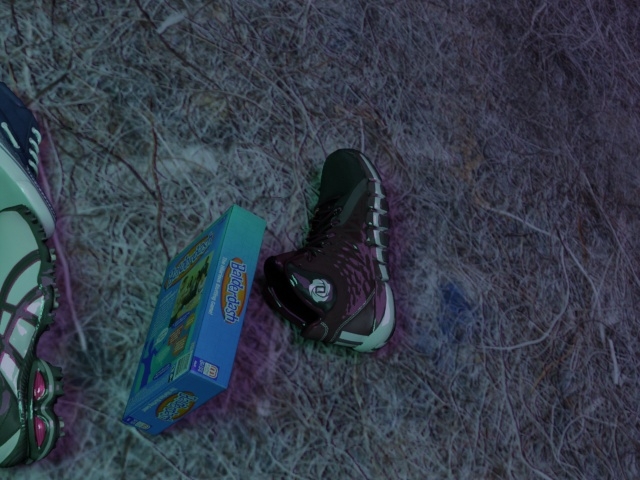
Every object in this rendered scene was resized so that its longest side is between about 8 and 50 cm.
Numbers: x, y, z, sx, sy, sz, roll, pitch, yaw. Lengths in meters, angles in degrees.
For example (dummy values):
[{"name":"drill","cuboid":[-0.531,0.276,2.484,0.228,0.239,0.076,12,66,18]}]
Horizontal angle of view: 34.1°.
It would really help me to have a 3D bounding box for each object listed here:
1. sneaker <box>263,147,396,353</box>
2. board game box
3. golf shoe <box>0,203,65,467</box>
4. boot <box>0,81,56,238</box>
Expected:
[{"name":"sneaker","cuboid":[0.000,0.000,1.311,0.162,0.106,0.281,7,61,-31]},{"name":"board game box","cuboid":[-0.134,0.085,1.117,0.047,0.160,0.210,28,51,-22]},{"name":"golf shoe","cuboid":[-0.320,0.085,1.020,0.120,0.105,0.273,4,62,-28]},{"name":"boot","cuboid":[-0.328,-0.092,1.136,0.086,0.069,0.190,-35,86,-41]}]
